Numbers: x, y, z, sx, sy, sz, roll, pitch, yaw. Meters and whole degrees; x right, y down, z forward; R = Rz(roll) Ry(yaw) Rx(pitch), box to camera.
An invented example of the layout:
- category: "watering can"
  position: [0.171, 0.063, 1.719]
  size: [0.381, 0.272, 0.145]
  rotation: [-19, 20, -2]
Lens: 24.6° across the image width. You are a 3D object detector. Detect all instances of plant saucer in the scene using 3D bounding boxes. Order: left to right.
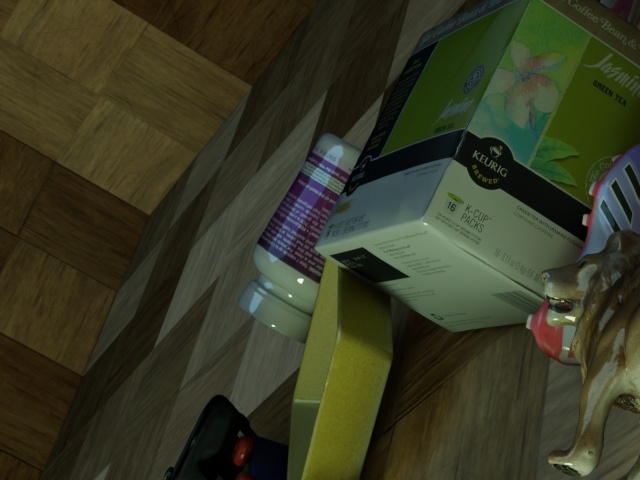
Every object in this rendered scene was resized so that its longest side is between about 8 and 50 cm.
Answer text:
- category: "plant saucer"
  position: [0.026, 0.172, 1.859]
  size: [0.333, 0.081, 0.333]
  rotation: [-88, 9, -61]

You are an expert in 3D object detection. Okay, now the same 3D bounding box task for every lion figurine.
- category: "lion figurine"
  position: [0.285, 0.074, 1.159]
  size: [0.240, 0.142, 0.392]
  rotation: [-67, 10, -17]

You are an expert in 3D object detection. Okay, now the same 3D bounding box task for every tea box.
- category: "tea box"
  position: [0.199, -0.089, 1.666]
  size: [0.324, 0.220, 0.329]
  rotation: [-64, 15, -13]

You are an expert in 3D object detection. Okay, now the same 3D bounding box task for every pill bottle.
- category: "pill bottle"
  position: [0.000, 0.000, 2.269]
  size: [0.301, 0.169, 0.169]
  rotation: [-59, 14, 2]

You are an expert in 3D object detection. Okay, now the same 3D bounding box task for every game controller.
- category: "game controller"
  position: [-0.149, 0.322, 2.086]
  size: [0.319, 0.067, 0.166]
  rotation: [73, -147, -70]

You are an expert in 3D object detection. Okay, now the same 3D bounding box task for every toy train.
- category: "toy train"
  position: [-0.083, 0.382, 1.951]
  size: [0.248, 0.105, 0.143]
  rotation: [-96, 27, -65]

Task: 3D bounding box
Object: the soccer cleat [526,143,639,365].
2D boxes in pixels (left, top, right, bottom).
- category: "soccer cleat"
  position: [0.296, 0.016, 1.454]
  size: [0.095, 0.083, 0.248]
  rotation: [16, 69, 45]

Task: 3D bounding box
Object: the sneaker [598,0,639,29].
- category: "sneaker"
  position: [0.370, -0.317, 1.758]
  size: [0.252, 0.111, 0.103]
  rotation: [-62, 14, -9]
